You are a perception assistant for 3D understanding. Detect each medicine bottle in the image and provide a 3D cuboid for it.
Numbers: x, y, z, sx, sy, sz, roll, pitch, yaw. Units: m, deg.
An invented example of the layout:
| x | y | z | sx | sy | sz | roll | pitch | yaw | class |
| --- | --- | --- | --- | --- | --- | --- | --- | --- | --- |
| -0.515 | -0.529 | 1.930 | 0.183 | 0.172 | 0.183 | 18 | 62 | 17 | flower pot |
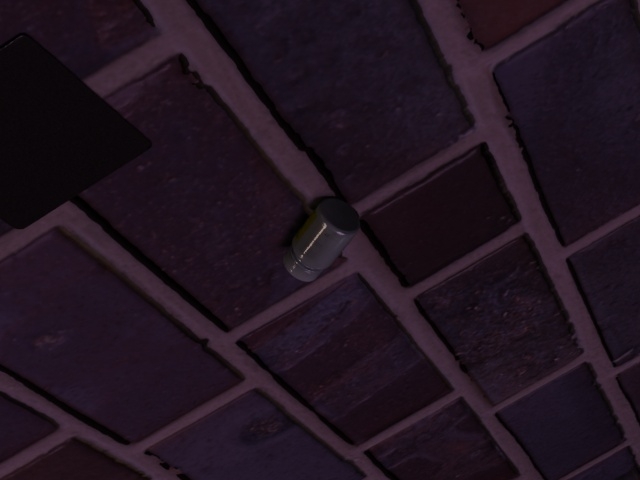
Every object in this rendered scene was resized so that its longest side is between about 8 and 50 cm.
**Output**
| x | y | z | sx | sy | sz | roll | pitch | yaw | class |
| --- | --- | --- | --- | --- | --- | --- | --- | --- | --- |
| 0.000 | 0.000 | 1.492 | 0.047 | 0.047 | 0.083 | -2 | 144 | -40 | medicine bottle |

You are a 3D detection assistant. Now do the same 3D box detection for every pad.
| x | y | z | sx | sy | sz | roll | pitch | yaw | class |
| --- | --- | --- | --- | --- | --- | --- | --- | --- | --- |
| -0.235 | -0.079 | 1.196 | 0.143 | 0.003 | 0.211 | -31 | 152 | 7 | pad |
